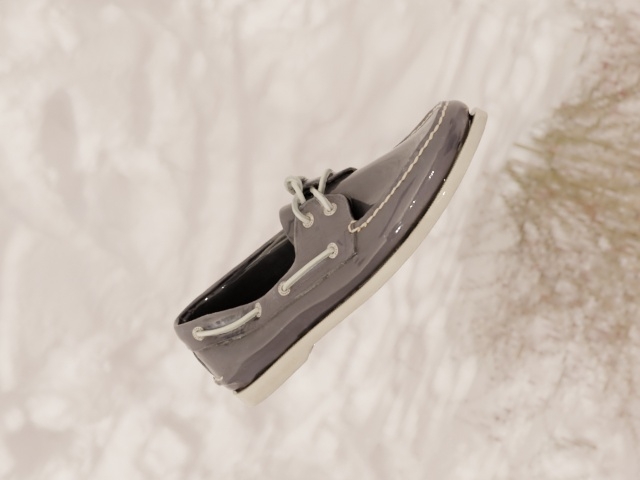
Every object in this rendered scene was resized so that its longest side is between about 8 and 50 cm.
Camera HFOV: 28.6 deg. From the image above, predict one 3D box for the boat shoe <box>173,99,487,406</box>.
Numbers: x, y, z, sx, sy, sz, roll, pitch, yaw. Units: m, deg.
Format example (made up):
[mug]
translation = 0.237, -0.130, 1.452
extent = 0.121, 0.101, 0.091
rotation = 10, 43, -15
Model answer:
[boat shoe]
translation = 0.000, 0.000, 0.625
extent = 0.206, 0.065, 0.075
rotation = -48, -171, 27
